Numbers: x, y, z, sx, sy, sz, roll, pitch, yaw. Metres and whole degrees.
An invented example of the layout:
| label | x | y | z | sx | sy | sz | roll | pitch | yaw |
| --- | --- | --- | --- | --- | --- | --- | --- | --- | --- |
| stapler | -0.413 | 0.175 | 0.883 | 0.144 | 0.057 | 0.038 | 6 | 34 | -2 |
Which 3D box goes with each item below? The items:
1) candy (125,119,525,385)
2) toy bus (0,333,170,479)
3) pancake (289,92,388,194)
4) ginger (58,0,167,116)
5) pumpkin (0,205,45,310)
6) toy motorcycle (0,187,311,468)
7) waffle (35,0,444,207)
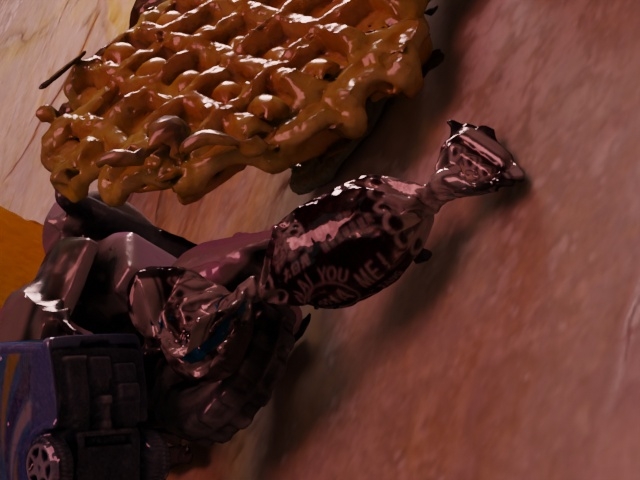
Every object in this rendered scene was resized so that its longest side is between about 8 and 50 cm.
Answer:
| label | x | y | z | sx | sy | sz | roll | pitch | yaw |
| --- | --- | --- | --- | --- | --- | --- | --- | --- | --- |
| candy | 0.000 | 0.000 | 0.927 | 0.226 | 0.051 | 0.094 | -25 | 50 | 14 |
| toy bus | -0.137 | 0.169 | 0.962 | 0.094 | 0.079 | 0.237 | -1 | 88 | 48 |
| pancake | 0.016 | -0.095 | 1.134 | 0.116 | 0.022 | 0.130 | -46 | 31 | 35 |
| ginger | -0.145 | -0.138 | 1.455 | 0.290 | 0.084 | 0.122 | -26 | 35 | 55 |
| pumpkin | -0.327 | 0.076 | 1.449 | 0.303 | 0.225 | 0.256 | -34 | 30 | 60 |
| toy motorcycle | -0.111 | 0.043 | 1.098 | 0.327 | 0.143 | 0.188 | -14 | 52 | 52 |
| waffle | -0.040 | -0.117 | 1.100 | 0.280 | 0.060 | 0.262 | -16 | 34 | 21 |
